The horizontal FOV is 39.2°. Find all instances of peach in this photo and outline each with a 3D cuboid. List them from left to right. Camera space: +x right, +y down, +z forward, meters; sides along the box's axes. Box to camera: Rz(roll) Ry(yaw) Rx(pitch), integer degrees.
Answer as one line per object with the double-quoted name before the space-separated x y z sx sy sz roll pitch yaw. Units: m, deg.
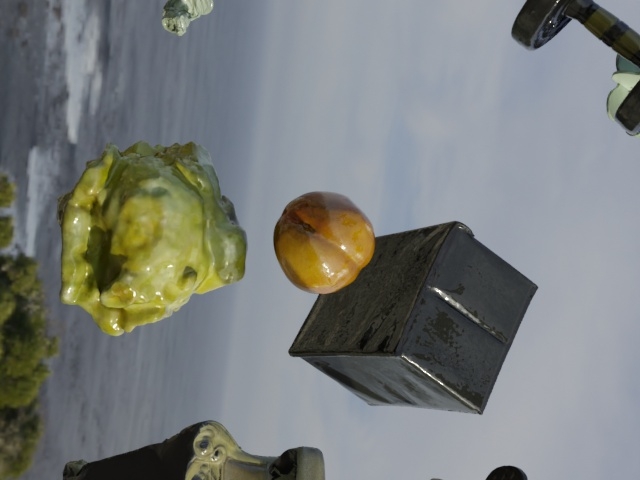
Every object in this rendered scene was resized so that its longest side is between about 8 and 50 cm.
"peach" 0.000 0.000 1.204 0.138 0.138 0.138 -173 -90 -86

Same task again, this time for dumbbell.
"dumbbell" 0.317 -0.221 0.964 0.143 0.325 0.143 -43 166 -14

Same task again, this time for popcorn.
"popcorn" -0.288 -0.003 1.470 0.312 0.313 0.312 -173 -90 -86

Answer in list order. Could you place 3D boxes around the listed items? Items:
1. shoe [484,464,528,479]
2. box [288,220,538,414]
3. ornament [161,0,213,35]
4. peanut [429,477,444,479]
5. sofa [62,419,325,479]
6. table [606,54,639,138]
"shoe" 0.276 0.424 1.403 0.179 0.049 0.071 -63 -145 17
"box" 0.151 0.139 1.547 0.345 0.204 0.251 -11 -133 60
"ornament" -0.162 -0.279 1.084 0.068 0.041 0.092 -8 -149 52
"peanut" 0.278 0.548 1.938 0.054 0.113 0.053 -37 135 -50
"sofa" -0.097 0.276 0.762 0.258 0.182 0.199 -26 -122 42
"table" 0.603 -0.254 1.488 0.198 0.167 0.166 2 -96 52
